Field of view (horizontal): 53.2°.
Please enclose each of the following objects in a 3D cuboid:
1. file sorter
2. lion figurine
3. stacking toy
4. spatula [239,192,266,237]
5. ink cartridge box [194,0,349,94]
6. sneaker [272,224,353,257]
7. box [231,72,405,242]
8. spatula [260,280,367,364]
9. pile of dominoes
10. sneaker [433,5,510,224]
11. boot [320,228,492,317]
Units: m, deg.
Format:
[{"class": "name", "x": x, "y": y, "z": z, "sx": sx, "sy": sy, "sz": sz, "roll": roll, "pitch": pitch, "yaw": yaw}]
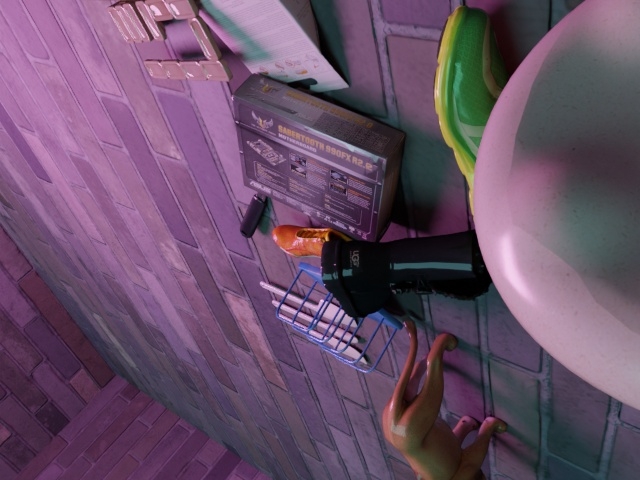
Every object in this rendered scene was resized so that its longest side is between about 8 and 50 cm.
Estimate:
[{"class": "file sorter", "x": 0.028, "y": 0.131, "z": 1.065, "sx": 0.170, "sy": 0.105, "sz": 0.118, "roll": 40, "pitch": 166, "yaw": -35}, {"class": "lion figurine", "x": 0.188, "y": 0.341, "z": 1.071, "sx": 0.392, "sy": 0.240, "sz": 0.142, "roll": 53, "pitch": 149, "yaw": -17}, {"class": "stacking toy", "x": 0.357, "y": 0.038, "z": 0.500, "sx": 0.350, "sy": 0.351, "sz": 0.480, "roll": 13, "pitch": 159, "yaw": 41}, {"class": "spatula", "x": -0.102, "y": -0.077, "z": 1.080, "sx": 0.084, "sy": 0.030, "sz": 0.296, "roll": 37, "pitch": 150, "yaw": 5}, {"class": "ink cartridge box", "x": -0.056, "y": -0.258, "z": 0.797, "sx": 0.145, "sy": 0.045, "sz": 0.179, "roll": 4, "pitch": 151, "yaw": 47}, {"class": "sneaker", "x": 0.000, "y": 0.000, "z": 1.039, "sx": 0.175, "sy": 0.064, "sz": 0.067, "roll": 16, "pitch": 139, "yaw": 22}, {"class": "box", "x": -0.006, "y": -0.108, "z": 0.879, "sx": 0.230, "sy": 0.056, "sz": 0.183, "roll": 25, "pitch": 147, "yaw": 17}, {"class": "spatula", "x": -0.016, "y": 0.159, "z": 1.308, "sx": 0.242, "sy": 0.019, "sz": 0.168, "roll": 22, "pitch": 150, "yaw": 33}, {"class": "pile of dominoes", "x": -0.218, "y": -0.314, "z": 0.867, "sx": 0.251, "sy": 0.040, "sz": 0.196, "roll": 18, "pitch": 143, "yaw": 48}, {"class": "sneaker", "x": 0.197, "y": -0.102, "z": 0.642, "sx": 0.123, "sy": 0.109, "sz": 0.296, "roll": -11, "pitch": 122, "yaw": 28}, {"class": "boot", "x": 0.128, "y": 0.051, "z": 0.872, "sx": 0.207, "sy": 0.094, "sz": 0.246, "roll": -2, "pitch": 164, "yaw": 15}]
